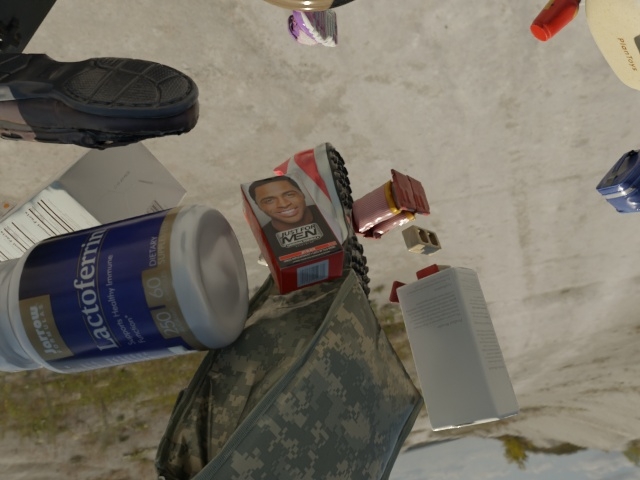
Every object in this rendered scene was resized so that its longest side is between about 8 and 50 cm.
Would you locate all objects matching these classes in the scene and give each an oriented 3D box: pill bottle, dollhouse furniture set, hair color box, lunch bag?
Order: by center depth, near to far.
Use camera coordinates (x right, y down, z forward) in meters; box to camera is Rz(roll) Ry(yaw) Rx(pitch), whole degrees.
[{"bbox_3d":[-0.224,0.059,0.542,0.264,0.153,0.153,-12,157,11],"label":"pill bottle"},{"bbox_3d":[-0.035,-0.013,0.552,0.071,0.141,0.043,-16,137,-17],"label":"hair color box"},{"bbox_3d":[-0.031,0.212,0.562,0.168,0.287,0.235,-6,125,40],"label":"lunch bag"},{"bbox_3d":[0.474,-0.097,0.758,0.098,0.065,0.067,-48,-173,-9],"label":"lunch bag"},{"bbox_3d":[0.211,0.018,1.388,0.201,0.375,0.152,-30,153,36],"label":"dollhouse furniture set"}]

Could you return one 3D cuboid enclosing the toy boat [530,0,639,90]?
[{"bbox_3d":[0.494,-0.377,0.815,0.148,0.318,0.267,-45,125,7],"label":"toy boat"}]

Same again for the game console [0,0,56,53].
[{"bbox_3d":[-0.516,-0.318,0.614,0.342,0.060,0.386,-53,170,-1],"label":"game console"}]

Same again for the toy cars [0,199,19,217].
[{"bbox_3d":[-0.489,0.024,1.063,0.176,0.087,0.394,18,158,47],"label":"toy cars"}]

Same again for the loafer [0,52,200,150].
[{"bbox_3d":[-0.269,-0.151,0.578,0.302,0.109,0.095,10,137,14],"label":"loafer"}]

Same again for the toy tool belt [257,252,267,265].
[{"bbox_3d":[-0.096,0.023,1.060,0.051,0.052,0.083,25,124,6],"label":"toy tool belt"}]

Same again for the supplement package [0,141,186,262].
[{"bbox_3d":[-0.343,-0.031,0.737,0.203,0.194,0.149,-28,117,23],"label":"supplement package"}]

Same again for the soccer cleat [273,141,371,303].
[{"bbox_3d":[0.000,0.000,0.794,0.116,0.319,0.108,-16,159,18],"label":"soccer cleat"}]

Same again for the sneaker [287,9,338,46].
[{"bbox_3d":[-0.031,-0.486,1.131,0.104,0.095,0.236,2,-169,14],"label":"sneaker"}]

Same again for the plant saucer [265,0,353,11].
[{"bbox_3d":[-0.012,-0.460,0.702,0.277,0.278,0.041,-17,173,3],"label":"plant saucer"}]

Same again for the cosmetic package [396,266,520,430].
[{"bbox_3d":[0.212,0.168,0.794,0.117,0.231,0.085,-27,156,38],"label":"cosmetic package"}]
